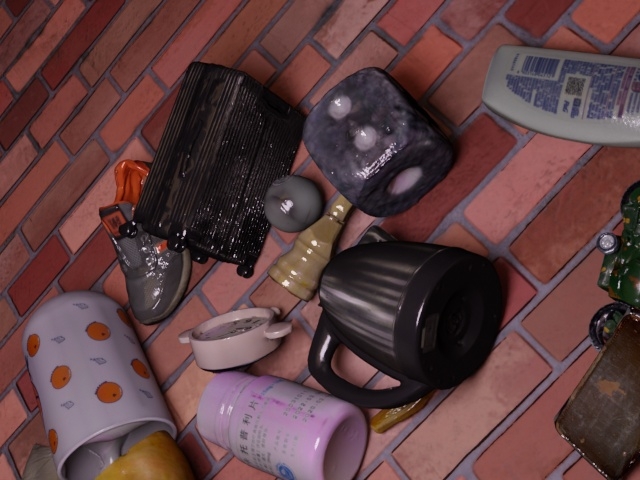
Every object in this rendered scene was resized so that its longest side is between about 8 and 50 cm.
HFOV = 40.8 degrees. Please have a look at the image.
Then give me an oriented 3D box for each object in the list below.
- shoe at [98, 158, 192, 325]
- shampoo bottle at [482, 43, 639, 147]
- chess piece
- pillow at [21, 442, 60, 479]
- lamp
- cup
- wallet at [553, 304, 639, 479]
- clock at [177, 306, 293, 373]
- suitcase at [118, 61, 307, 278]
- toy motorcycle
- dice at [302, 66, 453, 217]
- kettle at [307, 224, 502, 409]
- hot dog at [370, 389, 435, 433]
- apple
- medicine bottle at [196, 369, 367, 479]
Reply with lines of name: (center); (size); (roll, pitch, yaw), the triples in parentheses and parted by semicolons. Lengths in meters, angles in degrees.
shoe: (-0.346, -0.013, 1.641); (0.132, 0.171, 0.337); (-15, 67, 27)
shampoo bottle: (0.420, -0.208, 1.284); (0.359, 0.078, 0.134); (17, 87, 34)
chess piece: (0.000, 0.000, 1.473); (0.090, 0.090, 0.200); (37, 94, 35)
pillow: (-0.488, 0.472, 1.648); (0.229, 0.050, 0.148); (-2, 77, 29)
lamp: (-0.048, -0.064, 1.513); (0.105, 0.105, 0.105); (-10, 69, 29)
cup: (-0.414, 0.255, 1.576); (0.212, 0.212, 0.317); (-40, 56, 15)
wallet: (0.400, 0.205, 1.129); (0.122, 0.031, 0.232); (43, 129, 30)
clock: (-0.143, 0.168, 1.469); (0.229, 0.155, 0.063); (-6, 104, 28)
suitcase: (-0.182, -0.125, 1.539); (0.152, 0.229, 0.335); (16, 84, 34)
toy motorcycle: (0.468, 0.033, 1.152); (0.187, 0.124, 0.275); (7, 78, 43)
dice: (0.095, -0.158, 1.406); (0.181, 0.182, 0.183); (-41, 59, 13)
kettle: (0.109, 0.109, 1.324); (0.271, 0.207, 0.251); (18, 117, 43)
hot dog: (0.134, 0.256, 1.341); (0.137, 0.028, 0.044); (-42, 31, 11)
apple: (-0.311, 0.471, 1.399); (0.309, 0.252, 0.314); (-43, 36, 23)
medicine bottle: (-0.064, 0.299, 1.378); (0.254, 0.152, 0.152); (11, 81, 33)
